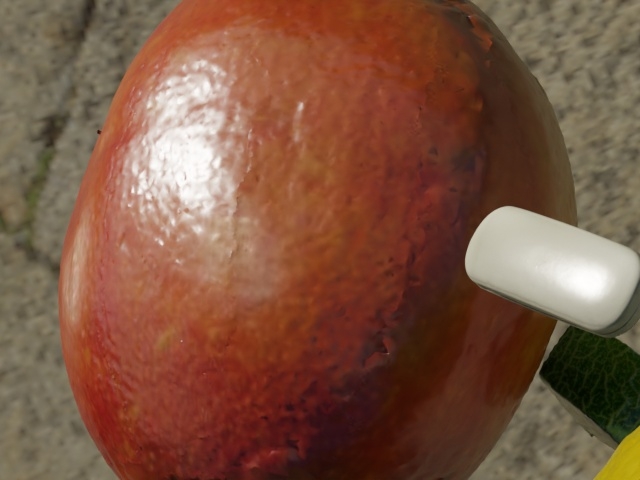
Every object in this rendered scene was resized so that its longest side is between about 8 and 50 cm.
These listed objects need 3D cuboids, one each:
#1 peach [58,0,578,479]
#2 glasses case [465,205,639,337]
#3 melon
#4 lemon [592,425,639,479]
[{"bbox_3d":[-0.002,0.000,1.166,0.290,0.372,0.372,13,122,-13],"label":"peach"},{"bbox_3d":[0.082,0.010,0.674,0.083,0.021,0.032,22,85,51],"label":"glasses case"},{"bbox_3d":[0.223,0.133,1.180,0.209,0.118,0.064,41,89,12],"label":"melon"},{"bbox_3d":[0.243,0.201,0.855,0.336,0.336,0.336,13,113,34],"label":"lemon"}]
